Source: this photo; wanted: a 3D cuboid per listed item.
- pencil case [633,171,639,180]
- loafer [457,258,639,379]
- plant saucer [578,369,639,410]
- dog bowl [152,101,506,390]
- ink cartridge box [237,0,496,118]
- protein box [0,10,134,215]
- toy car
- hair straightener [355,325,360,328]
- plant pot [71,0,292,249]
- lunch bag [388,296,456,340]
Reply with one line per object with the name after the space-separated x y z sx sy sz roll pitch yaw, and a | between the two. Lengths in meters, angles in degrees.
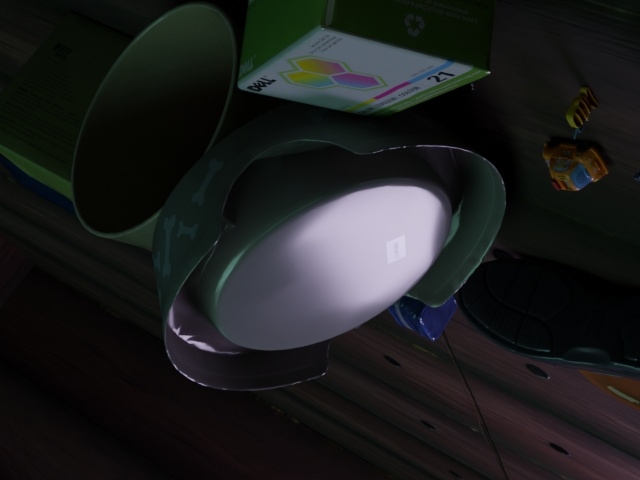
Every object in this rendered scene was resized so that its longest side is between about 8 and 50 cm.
0.306 -0.035 0.774 0.151 0.065 0.070 31 180 13 | pencil case
0.280 0.099 1.145 0.302 0.109 0.095 14 158 44 | loafer
0.358 0.147 1.240 0.200 0.037 0.200 31 163 11 | plant saucer
0.000 0.000 1.037 0.102 0.348 0.349 60 178 31 | dog bowl
-0.028 -0.173 0.795 0.255 0.097 0.188 9 172 -21 | ink cartridge box
-0.280 -0.144 1.371 0.199 0.201 0.136 26 162 27 | protein box
0.199 -0.080 0.899 0.060 0.041 0.122 24 161 33 | toy car
0.035 0.069 1.661 0.089 0.047 0.230 25 157 30 | hair straightener
-0.078 -0.075 1.166 0.274 0.257 0.256 27 172 -40 | plant pot
0.132 0.084 1.449 0.065 0.067 0.098 25 162 31 | lunch bag
